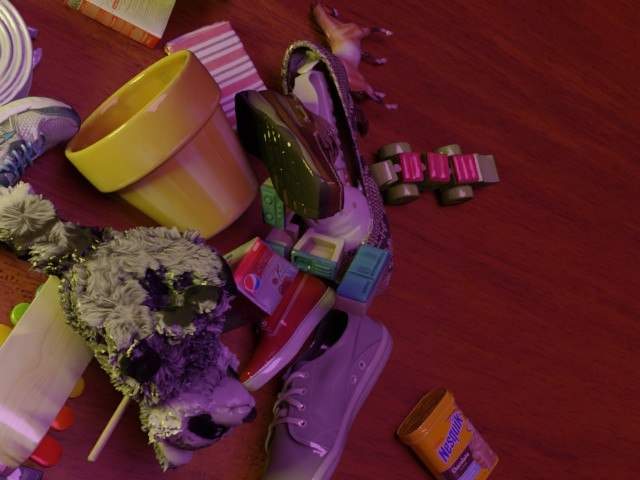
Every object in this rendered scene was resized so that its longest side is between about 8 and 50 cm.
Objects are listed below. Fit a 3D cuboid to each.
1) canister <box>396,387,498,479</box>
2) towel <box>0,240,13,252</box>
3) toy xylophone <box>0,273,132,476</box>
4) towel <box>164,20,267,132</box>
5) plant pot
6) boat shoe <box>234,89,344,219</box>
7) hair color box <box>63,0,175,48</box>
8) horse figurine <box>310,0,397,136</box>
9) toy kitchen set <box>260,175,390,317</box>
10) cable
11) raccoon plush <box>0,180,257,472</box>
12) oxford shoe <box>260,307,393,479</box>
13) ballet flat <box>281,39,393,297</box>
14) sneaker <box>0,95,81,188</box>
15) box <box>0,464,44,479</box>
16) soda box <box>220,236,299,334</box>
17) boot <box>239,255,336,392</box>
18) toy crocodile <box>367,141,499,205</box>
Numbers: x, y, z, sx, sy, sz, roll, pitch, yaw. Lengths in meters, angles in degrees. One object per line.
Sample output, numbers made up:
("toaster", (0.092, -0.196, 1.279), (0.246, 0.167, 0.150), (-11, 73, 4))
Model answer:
("canister", (0.236, 0.375, 1.572), (0.170, 0.073, 0.126), (51, 59, -9))
("towel", (-0.498, -0.039, 1.299), (0.119, 0.029, 0.067), (37, 62, -16))
("toy xylophone", (-0.382, 0.191, 1.229), (0.236, 0.081, 0.323), (44, 47, -11))
("towel", (-0.179, -0.291, 1.554), (0.144, 0.029, 0.197), (-31, 95, -32))
("plant pot", (-0.231, -0.132, 1.366), (0.239, 0.254, 0.254), (52, 57, -26))
("boat shoe", (-0.031, -0.153, 1.336), (0.120, 0.122, 0.324), (-13, 40, -21))
("hair color box", (-0.343, -0.413, 1.479), (0.167, 0.053, 0.093), (25, 66, -23))
("horse figurine", (0.067, -0.343, 1.684), (0.174, 0.066, 0.263), (12, 68, -32))
("toy kitchen set", (0.000, 0.000, 1.379), (0.207, 0.166, 0.122), (17, 47, 15))
("cable", (-0.565, -0.279, 1.293), (0.257, 0.089, 0.257), (23, 66, -22))
("raccoon plush", (-0.268, 0.115, 1.236), (0.216, 0.299, 0.446), (-31, 56, -30))
("oxford shoe", (-0.024, 0.285, 1.399), (0.130, 0.169, 0.449), (42, 53, -16))
("ballet flat", (0.007, -0.131, 1.519), (0.164, 0.182, 0.483), (-15, 79, 14))
("sneaker", (-0.472, -0.115, 1.264), (0.283, 0.110, 0.122), (-29, 61, -31))
("box", (-0.442, 0.337, 1.204), (0.083, 0.062, 0.052), (27, 64, -21))
("soda box", (-0.143, 0.080, 1.327), (0.083, 0.263, 0.092), (40, 60, -16))
("boot", (-0.101, 0.121, 1.451), (0.176, 0.088, 0.244), (43, 56, -8))
("toy crocodile", (0.221, -0.135, 1.687), (0.340, 0.105, 0.115), (-2, 77, -30))
